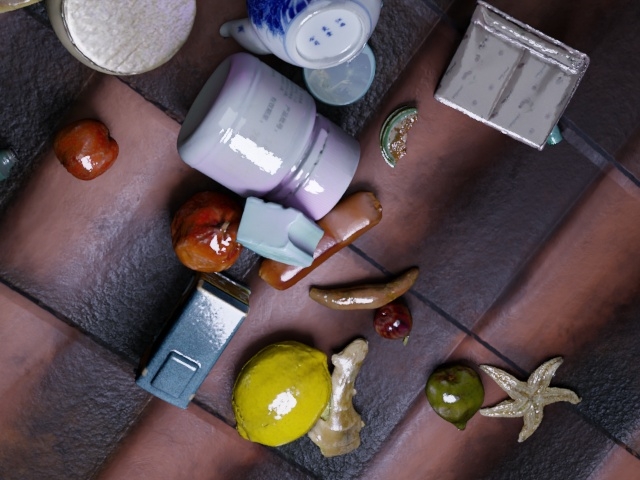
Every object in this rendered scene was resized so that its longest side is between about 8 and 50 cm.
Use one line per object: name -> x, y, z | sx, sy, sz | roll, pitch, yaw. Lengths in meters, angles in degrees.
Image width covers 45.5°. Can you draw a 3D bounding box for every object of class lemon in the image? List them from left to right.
lemon -> -0.084, 0.330, 1.650 | 0.204, 0.204, 0.260 | 43, 93, -15

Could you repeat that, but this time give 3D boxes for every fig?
fig -> 0.177, 0.192, 1.712 | 0.089, 0.089, 0.125 | -43, 131, 6
fig -> 0.301, 0.363, 1.761 | 0.133, 0.185, 0.126 | -35, 65, -27

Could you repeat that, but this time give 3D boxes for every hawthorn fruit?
hawthorn fruit -> -0.462, -0.181, 1.512 | 0.128, 0.128, 0.128 | -2, 105, -6
hawthorn fruit -> -0.227, -0.016, 1.552 | 0.173, 0.179, 0.174 | 0, 110, -1

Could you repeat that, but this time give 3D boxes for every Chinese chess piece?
Chinese chess piece -> -0.362, -0.438, 1.400 | 0.270, 0.112, 0.270 | -19, 130, -25

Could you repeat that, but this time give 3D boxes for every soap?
soap -> -0.078, -0.009, 1.494 | 0.145, 0.230, 0.091 | 16, 82, 20

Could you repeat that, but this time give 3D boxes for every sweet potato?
sweet potato -> 0.103, 0.117, 1.683 | 0.255, 0.078, 0.058 | -12, 142, -2

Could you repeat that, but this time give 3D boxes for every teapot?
teapot -> -0.018, -0.473, 1.429 | 0.424, 0.280, 0.252 | -31, 147, 21

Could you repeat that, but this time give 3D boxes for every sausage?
sausage -> 0.000, 0.000, 1.631 | 0.300, 0.083, 0.089 | -35, 67, 2

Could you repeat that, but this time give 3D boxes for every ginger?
ginger -> 0.056, 0.364, 1.739 | 0.131, 0.086, 0.295 | 14, 100, -12

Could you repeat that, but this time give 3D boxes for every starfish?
starfish -> 0.492, 0.372, 1.811 | 0.277, 0.062, 0.236 | 18, 108, -15

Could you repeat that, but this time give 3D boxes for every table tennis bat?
table tennis bat -> 0.058, -0.387, 1.556 | 0.149, 0.038, 0.237 | 28, 103, -8

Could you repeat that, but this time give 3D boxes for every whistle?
whistle -> 0.464, -0.291, 1.627 | 0.039, 0.039, 0.186 | -30, 106, 2

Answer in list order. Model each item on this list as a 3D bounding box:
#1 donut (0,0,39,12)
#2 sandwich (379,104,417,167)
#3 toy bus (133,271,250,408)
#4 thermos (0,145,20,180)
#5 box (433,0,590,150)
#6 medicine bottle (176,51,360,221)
donut -> -0.589, -0.580, 1.378 | 0.329, 0.160, 0.330 | -6, 113, -14
sandwich -> 0.160, -0.221, 1.615 | 0.067, 0.029, 0.135 | 11, 104, -9
toy bus -> -0.270, 0.205, 1.612 | 0.138, 0.167, 0.275 | 32, 100, -14
thermos -> -0.693, -0.133, 1.527 | 0.187, 0.083, 0.073 | -27, 128, 0
box -> 0.349, -0.309, 1.456 | 0.225, 0.297, 0.190 | 27, 104, 3
medicine bottle -> -0.098, -0.191, 1.484 | 0.302, 0.241, 0.241 | 31, 100, -22
